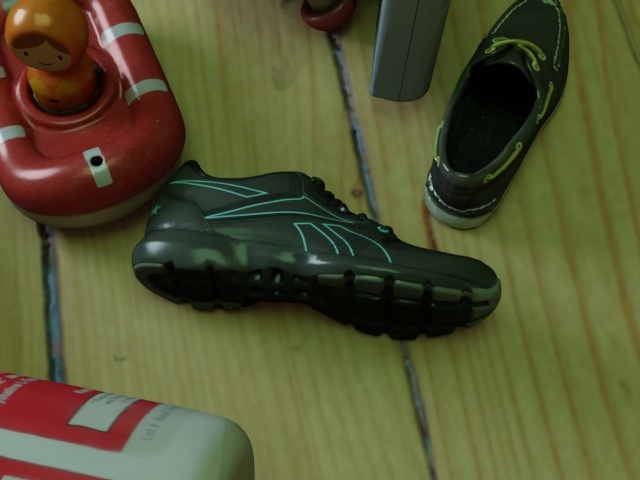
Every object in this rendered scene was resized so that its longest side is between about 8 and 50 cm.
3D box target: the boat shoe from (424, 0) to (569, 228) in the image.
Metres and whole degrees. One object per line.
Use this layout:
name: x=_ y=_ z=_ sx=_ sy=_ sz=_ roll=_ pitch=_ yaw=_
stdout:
boat shoe: x=0.149 y=-0.117 z=0.853 sx=0.081 sy=0.068 sz=0.227 roll=20 pitch=65 yaw=11

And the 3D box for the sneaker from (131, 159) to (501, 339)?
sneaker: x=0.000 y=0.000 z=0.780 sx=0.267 sy=0.101 sz=0.106 roll=9 pitch=61 yaw=5

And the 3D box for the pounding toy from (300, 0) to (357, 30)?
pounding toy: x=-0.018 y=-0.262 z=0.928 sx=0.183 sy=0.110 sz=0.237 roll=-49 pitch=42 yaw=-9

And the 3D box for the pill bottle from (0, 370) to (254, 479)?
pill bottle: x=-0.258 y=0.178 z=0.622 sx=0.408 sy=0.229 sz=0.229 roll=11 pitch=64 yaw=6

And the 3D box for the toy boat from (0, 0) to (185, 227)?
toy boat: x=-0.197 y=-0.127 z=0.818 sx=0.151 sy=0.151 sz=0.231 roll=-22 pitch=65 yaw=-9

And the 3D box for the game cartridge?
game cartridge: x=0.083 y=-0.272 z=0.860 sx=0.062 sy=0.198 sz=0.297 roll=6 pitch=64 yaw=4
